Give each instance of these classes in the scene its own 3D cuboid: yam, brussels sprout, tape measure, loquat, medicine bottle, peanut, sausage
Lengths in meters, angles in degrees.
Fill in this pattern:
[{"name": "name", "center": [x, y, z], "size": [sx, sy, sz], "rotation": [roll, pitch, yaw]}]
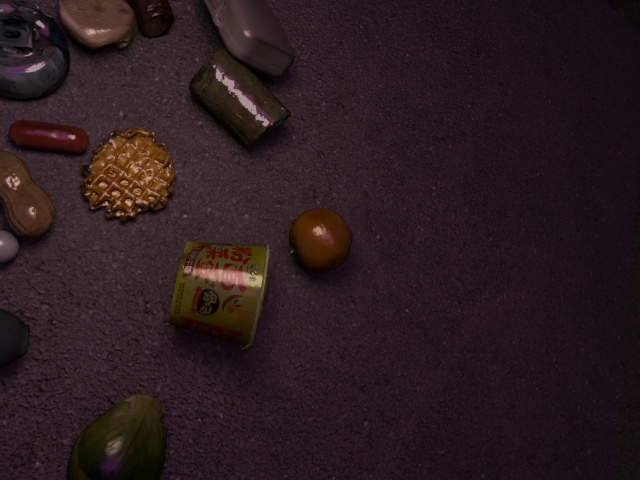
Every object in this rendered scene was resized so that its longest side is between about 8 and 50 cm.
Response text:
[{"name": "yam", "center": [-0.257, -0.443, 1.454], "size": [0.300, 0.195, 0.195], "rotation": [45, 65, -9]}, {"name": "yam", "center": [-0.556, -0.792, 1.446], "size": [0.131, 0.131, 0.279], "rotation": [-24, 89, -26]}, {"name": "brussels sprout", "center": [-0.488, 0.520, 1.130], "size": [0.220, 0.210, 0.271], "rotation": [31, 52, -20]}, {"name": "tape measure", "center": [-0.833, -0.519, 1.248], "size": [0.275, 0.147, 0.255], "rotation": [-3, 80, -23]}, {"name": "loquat", "center": [0.000, 0.000, 1.462], "size": [0.208, 0.208, 0.207], "rotation": [5, 76, -22]}, {"name": "medicine bottle", "center": [-0.237, -0.702, 1.475], "size": [0.283, 0.123, 0.374], "rotation": [3, 55, -52]}, {"name": "peanut", "center": [-0.779, -0.122, 1.201], "size": [0.124, 0.123, 0.256], "rotation": [-29, 84, -26]}, {"name": "sausage", "center": [-0.745, -0.286, 1.273], "size": [0.194, 0.077, 0.077], "rotation": [5, 76, -24]}]

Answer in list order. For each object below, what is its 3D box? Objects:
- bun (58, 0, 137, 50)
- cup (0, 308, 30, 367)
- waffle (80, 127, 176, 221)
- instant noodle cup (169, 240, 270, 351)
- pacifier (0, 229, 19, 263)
[{"name": "bun", "center": [-0.657, -0.649, 1.372], "size": [0.210, 0.116, 0.236], "rotation": [9, 60, -18]}, {"name": "cup", "center": [-0.782, 0.233, 1.093], "size": [0.150, 0.199, 0.198], "rotation": [15, 72, -39]}, {"name": "waffle", "center": [-0.555, -0.196, 1.339], "size": [0.263, 0.060, 0.280], "rotation": [-12, 83, -26]}, {"name": "instant noodle cup", "center": [-0.277, 0.137, 1.270], "size": [0.222, 0.311, 0.310], "rotation": [11, 74, -11]}, {"name": "pacifier", "center": [-0.860, 0.008, 1.111], "size": [0.233, 0.244, 0.299], "rotation": [9, 98, -53]}]
